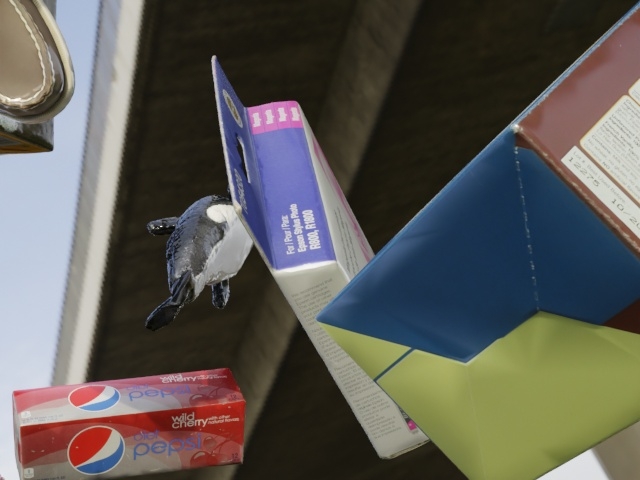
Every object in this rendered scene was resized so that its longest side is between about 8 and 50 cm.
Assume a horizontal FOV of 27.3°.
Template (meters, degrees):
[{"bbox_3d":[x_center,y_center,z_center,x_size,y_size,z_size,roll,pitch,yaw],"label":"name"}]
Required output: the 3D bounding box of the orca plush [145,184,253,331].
[{"bbox_3d":[-0.157,0.015,1.534,0.102,0.287,0.151,11,-56,10],"label":"orca plush"}]

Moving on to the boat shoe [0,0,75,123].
[{"bbox_3d":[-0.338,-0.235,1.134,0.116,0.324,0.097,-38,-1,0],"label":"boat shoe"}]

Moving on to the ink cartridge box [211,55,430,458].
[{"bbox_3d":[0.000,0.000,1.328,0.071,0.324,0.330,-23,-57,6],"label":"ink cartridge box"}]

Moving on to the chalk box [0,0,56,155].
[{"bbox_3d":[-0.468,-0.264,1.733,0.179,0.289,0.180,-5,-11,23],"label":"chalk box"}]

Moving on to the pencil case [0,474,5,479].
[{"bbox_3d":[-0.313,0.312,1.114,0.124,0.284,0.124,-7,-50,-8],"label":"pencil case"}]

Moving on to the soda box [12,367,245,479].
[{"bbox_3d":[-0.224,0.218,1.545,0.263,0.083,0.092,-4,-66,-18],"label":"soda box"}]

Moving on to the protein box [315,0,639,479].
[{"bbox_3d":[0.140,-0.008,0.661,0.201,0.136,0.200,-42,-4,-38],"label":"protein box"}]
